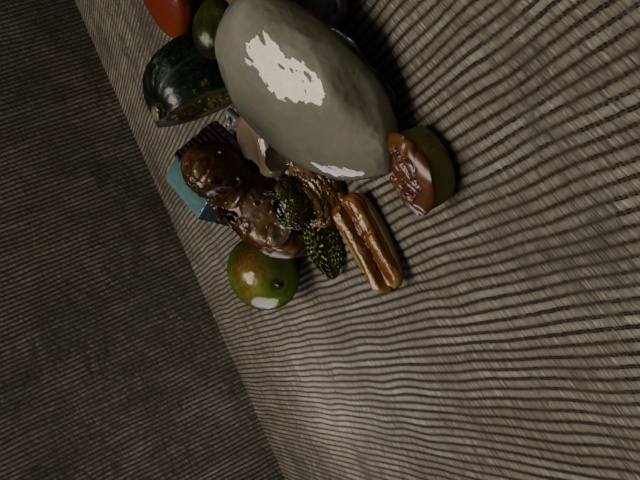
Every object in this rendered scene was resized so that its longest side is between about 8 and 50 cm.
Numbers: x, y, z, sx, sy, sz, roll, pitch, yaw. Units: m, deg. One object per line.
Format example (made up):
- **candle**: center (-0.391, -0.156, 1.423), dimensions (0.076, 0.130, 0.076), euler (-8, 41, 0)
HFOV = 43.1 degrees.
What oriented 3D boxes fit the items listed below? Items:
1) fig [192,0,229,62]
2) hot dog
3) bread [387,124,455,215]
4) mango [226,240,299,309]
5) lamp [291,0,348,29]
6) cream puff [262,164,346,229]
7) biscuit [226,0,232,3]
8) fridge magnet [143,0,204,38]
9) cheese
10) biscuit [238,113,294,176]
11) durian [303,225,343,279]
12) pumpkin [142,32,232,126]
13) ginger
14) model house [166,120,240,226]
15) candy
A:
- **fig**: center (-0.234, -0.564, 1.972), dimensions (0.151, 0.151, 0.259), euler (-166, 78, -65)
- **hot dog**: center (0.106, -0.004, 1.747), dimensions (0.102, 0.076, 0.249), euler (-35, 78, 32)
- **bread**: center (0.178, -0.118, 1.417), dimensions (0.125, 0.086, 0.156), euler (40, 148, 49)
- **mango**: center (-0.174, 0.095, 2.393), dimensions (0.225, 0.201, 0.382), euler (46, 172, -7)
- **lamp**: center (-0.040, -0.488, 1.535), dimensions (0.246, 0.108, 0.179), euler (60, 155, 18)
- **cream puff**: center (-0.045, -0.102, 1.881), dimensions (0.183, 0.169, 0.183), euler (53, 158, 33)
- **biscuit**: center (-0.189, -0.556, 1.799), dimensions (0.260, 0.041, 0.203), euler (38, 180, 24)
- **fridge magnet**: center (-0.412, -0.719, 2.150), dimensions (0.363, 0.155, 0.363), euler (52, 155, 36)
- **cheese**: center (-0.167, -0.263, 2.022), dimensions (0.286, 0.082, 0.163), euler (38, 140, 51)
- **biscuit**: center (-0.147, -0.281, 2.123), dimensions (0.339, 0.047, 0.216), euler (45, 150, 44)
- **durian**: center (0.000, 0.000, 2.022), dimensions (0.100, 0.086, 0.215), euler (-167, 60, -84)
- **pumpkin**: center (-0.358, -0.438, 2.164), dimensions (0.293, 0.263, 0.197), euler (-24, 92, 58)
- **ginger**: center (-0.196, -0.107, 2.074), dimensions (0.418, 0.176, 0.254), euler (47, -162, 11)
- **model house**: center (-0.276, -0.209, 2.367), dimensions (0.280, 0.230, 0.248), euler (46, 110, 39)
- **candy**: center (-0.027, -0.264, 1.550), dimensions (0.427, 0.186, 0.386), euler (35, 162, 19)
